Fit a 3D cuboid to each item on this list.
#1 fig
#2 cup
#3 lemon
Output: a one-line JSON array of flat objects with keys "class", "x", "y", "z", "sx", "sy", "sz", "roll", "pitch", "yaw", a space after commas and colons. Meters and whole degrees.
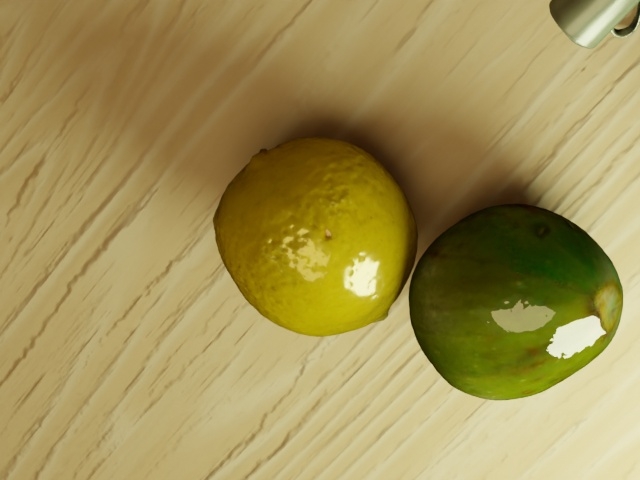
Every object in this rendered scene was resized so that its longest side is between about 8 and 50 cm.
[{"class": "fig", "x": 0.182, "y": 0.057, "z": 1.620, "sx": 0.191, "sy": 0.181, "sz": 0.181, "roll": 0, "pitch": 125, "yaw": 47}, {"class": "cup", "x": 0.249, "y": -0.203, "z": 1.526, "sx": 0.075, "sy": 0.054, "sz": 0.083, "roll": 41, "pitch": 119, "yaw": -11}, {"class": "lemon", "x": 0.000, "y": 0.000, "z": 1.634, "sx": 0.178, "sy": 0.178, "sz": 0.203, "roll": -29, "pitch": 112, "yaw": 27}]
